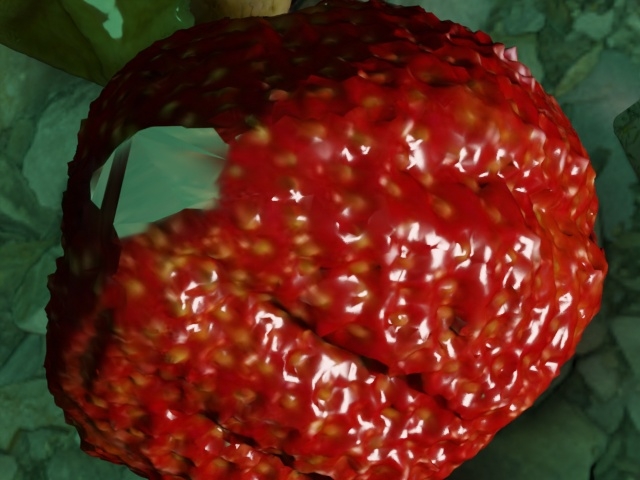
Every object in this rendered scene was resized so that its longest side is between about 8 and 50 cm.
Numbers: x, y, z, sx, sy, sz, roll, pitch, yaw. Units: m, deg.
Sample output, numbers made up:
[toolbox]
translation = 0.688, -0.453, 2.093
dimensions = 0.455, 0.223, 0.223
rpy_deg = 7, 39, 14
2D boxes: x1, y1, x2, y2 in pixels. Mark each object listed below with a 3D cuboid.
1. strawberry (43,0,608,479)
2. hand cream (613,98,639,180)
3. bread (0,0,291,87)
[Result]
[strawberry]
translation = 0.000, 0.000, 0.562
dimensions = 0.239, 0.288, 0.250
rpy_deg = -8, 72, 23
[hand cream]
translation = 0.214, 0.003, 0.657
dimensions = 0.067, 0.042, 0.194
rpy_deg = -47, 58, 54
[bread]
translation = -0.133, -0.212, 0.767
dimensions = 0.252, 0.238, 0.196
rpy_deg = 14, 122, 20
